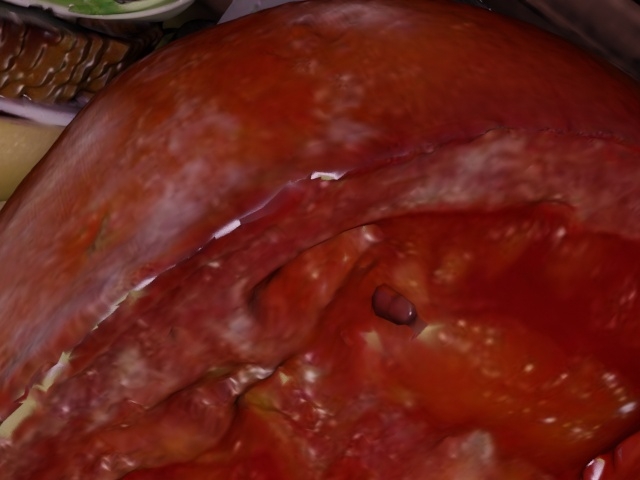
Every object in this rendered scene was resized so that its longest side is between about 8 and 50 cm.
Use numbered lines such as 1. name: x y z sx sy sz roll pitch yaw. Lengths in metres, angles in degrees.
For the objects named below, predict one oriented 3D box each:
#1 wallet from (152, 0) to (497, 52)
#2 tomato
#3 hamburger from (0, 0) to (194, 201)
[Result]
1. wallet: 0.000 0.000 0.655 0.170 0.069 0.231 42 129 1
2. tomato: -0.007 0.024 0.533 0.233 0.139 0.200 -40 135 9
3. hamburger: -0.112 -0.082 0.567 0.175 0.175 0.137 22 105 10
